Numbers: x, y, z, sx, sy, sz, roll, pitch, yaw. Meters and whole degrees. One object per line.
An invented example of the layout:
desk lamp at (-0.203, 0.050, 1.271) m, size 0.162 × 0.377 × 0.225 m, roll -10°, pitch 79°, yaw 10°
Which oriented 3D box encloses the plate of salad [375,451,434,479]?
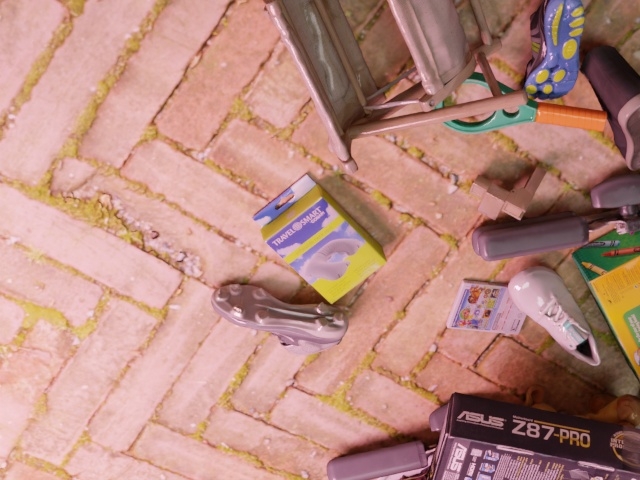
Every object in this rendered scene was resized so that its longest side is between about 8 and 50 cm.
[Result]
plate of salad at (0.180, 0.440, 1.926) m, size 0.200 × 0.048 × 0.200 m, roll -5°, pitch 123°, yaw -8°

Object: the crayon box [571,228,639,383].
crayon box at (0.521, 0.094, 1.749) m, size 0.165 × 0.081 × 0.278 m, roll -29°, pitch 124°, yaw 8°

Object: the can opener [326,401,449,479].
can opener at (0.145, 0.327, 1.843) m, size 0.283 × 0.095 × 0.076 m, roll -13°, pitch 169°, yaw 1°

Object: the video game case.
video game case at (0.263, 0.104, 1.744) m, size 0.122 × 0.011 × 0.087 m, roll 6°, pitch 122°, yaw -16°

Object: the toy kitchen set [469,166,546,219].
toy kitchen set at (0.265, -0.075, 1.620) m, size 0.083 × 0.075 × 0.068 m, roll 29°, pitch 160°, yaw 8°

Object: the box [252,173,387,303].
box at (0.000, 0.000, 1.602) m, size 0.109 × 0.042 × 0.178 m, roll -38°, pitch 123°, yaw 13°

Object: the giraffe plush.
giraffe plush at (0.403, 0.318, 1.847) m, size 0.170 × 0.181 × 0.210 m, roll 20°, pitch 152°, yaw -12°

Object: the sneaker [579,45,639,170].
sneaker at (0.427, -0.185, 1.556) m, size 0.083 × 0.118 × 0.222 m, roll -31°, pitch 153°, yaw 6°

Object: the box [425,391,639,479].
box at (0.319, 0.416, 1.761) m, size 0.318 × 0.097 × 0.395 m, roll 12°, pitch 135°, yaw 5°

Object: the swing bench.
swing bench at (0.086, -0.259, 1.381) m, size 0.254 × 0.165 × 0.253 m, roll -21°, pitch 125°, yaw 9°

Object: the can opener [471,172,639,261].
can opener at (0.359, -0.032, 1.647) m, size 0.280 × 0.074 × 0.093 m, roll -14°, pitch 101°, yaw -4°

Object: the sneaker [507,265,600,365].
sneaker at (0.368, 0.118, 1.717) m, size 0.080 × 0.094 × 0.212 m, roll -42°, pitch 126°, yaw 10°

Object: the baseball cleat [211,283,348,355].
baseball cleat at (-0.065, 0.125, 1.653) m, size 0.206 × 0.072 × 0.109 m, roll 14°, pitch 140°, yaw -6°

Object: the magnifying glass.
magnifying glass at (0.264, -0.174, 1.508) m, size 0.231 × 0.026 × 0.092 m, roll 7°, pitch 134°, yaw 5°

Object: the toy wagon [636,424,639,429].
toy wagon at (0.604, 0.352, 1.945) m, size 0.267 × 0.068 × 0.344 m, roll -18°, pitch 125°, yaw 0°

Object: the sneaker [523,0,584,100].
sneaker at (0.307, -0.259, 1.479) m, size 0.067 × 0.078 × 0.188 m, roll 2°, pitch 139°, yaw 0°
